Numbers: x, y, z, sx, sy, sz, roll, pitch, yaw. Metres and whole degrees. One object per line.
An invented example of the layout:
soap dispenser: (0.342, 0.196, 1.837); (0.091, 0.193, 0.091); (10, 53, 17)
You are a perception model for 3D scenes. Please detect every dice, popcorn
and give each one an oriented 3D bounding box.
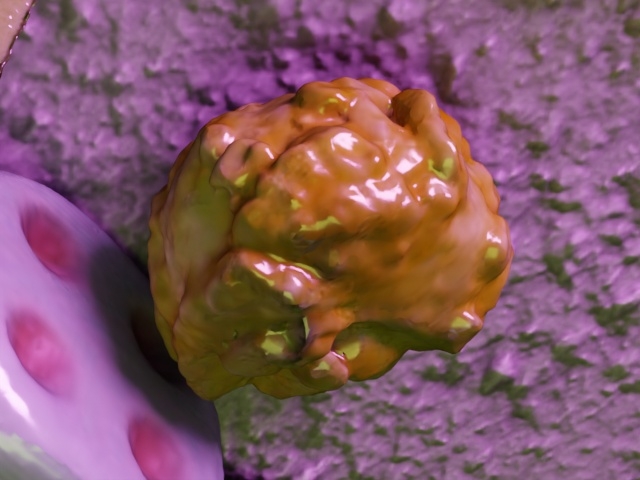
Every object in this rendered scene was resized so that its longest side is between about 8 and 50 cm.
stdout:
dice: (-0.241, 0.130, 1.184); (0.265, 0.262, 0.268); (-33, 122, 18)
popcorn: (0.000, 0.000, 1.171); (0.233, 0.192, 0.266); (-18, 150, -9)

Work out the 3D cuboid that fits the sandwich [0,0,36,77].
sandwich: (-0.289, -0.129, 1.048); (0.212, 0.063, 0.245); (28, 81, -20)
